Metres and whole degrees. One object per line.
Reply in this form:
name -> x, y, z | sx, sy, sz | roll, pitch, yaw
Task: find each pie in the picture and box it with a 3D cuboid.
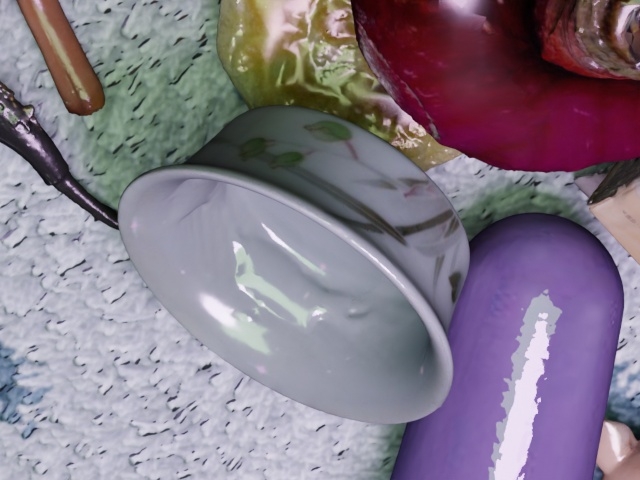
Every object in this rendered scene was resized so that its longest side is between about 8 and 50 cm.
pie -> 0.065, -0.205, 1.732 | 0.338, 0.075, 0.337 | -1, 103, -4

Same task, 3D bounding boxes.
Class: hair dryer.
hair dryer -> -0.279, -0.143, 1.710 | 0.304, 0.120, 0.359 | -28, 120, 29

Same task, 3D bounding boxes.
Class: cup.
cup -> 0.000, 0.000, 1.680 | 0.347, 0.347, 0.163 | 38, 62, -10

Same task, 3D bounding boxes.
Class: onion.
onion -> 0.229, -0.211, 1.489 | 0.398, 0.420, 0.398 | -6, 119, -10

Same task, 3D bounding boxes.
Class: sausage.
sausage -> -0.255, -0.201, 1.738 | 0.040, 0.047, 0.176 | -27, 104, -14

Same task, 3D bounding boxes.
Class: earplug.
earplug -> 0.178, 0.197, 1.769 | 0.215, 0.215, 0.455 | 12, 99, -4

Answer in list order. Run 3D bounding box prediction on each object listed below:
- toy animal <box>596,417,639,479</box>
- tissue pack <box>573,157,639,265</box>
toy animal -> 0.400, 0.249, 1.806 | 0.250, 0.154, 0.166 | -10, 61, 2
tissue pack -> 0.409, 0.000, 1.745 | 0.238, 0.238, 0.305 | -44, 101, 8
